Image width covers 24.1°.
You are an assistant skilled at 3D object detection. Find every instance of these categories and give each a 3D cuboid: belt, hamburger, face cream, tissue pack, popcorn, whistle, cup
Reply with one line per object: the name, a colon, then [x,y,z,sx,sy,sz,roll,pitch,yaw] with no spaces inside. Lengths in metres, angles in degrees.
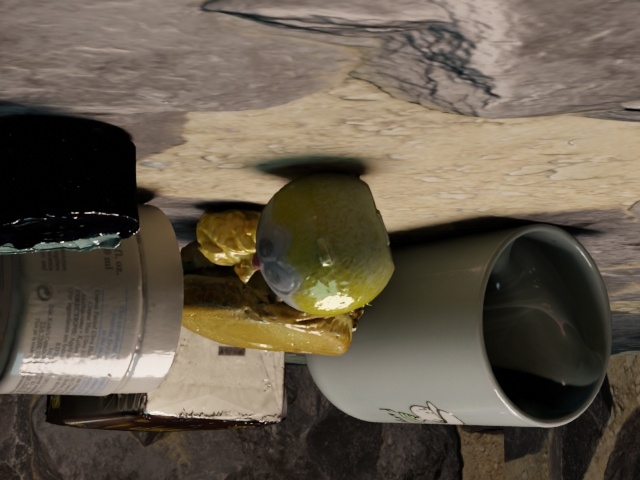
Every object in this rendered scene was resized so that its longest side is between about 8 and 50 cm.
belt: [-0.211,-0.034,1.115,0.151,0.078,0.198,-1,172,-25]
hamburger: [-0.058,0.047,1.544,0.215,0.122,0.189,-1,167,32]
face cream: [-0.224,0.050,1.341,0.153,0.177,0.177,4,171,-29]
tissue pack: [-0.209,0.153,1.993,0.210,0.198,0.370,10,168,-28]
popcorn: [-0.075,0.008,1.413,0.084,0.084,0.084,0,172,0]
whistle: [0.000,0.000,1.275,0.122,0.123,0.223,-1,-174,1]
cup: [0.135,0.100,1.620,0.205,0.206,0.312,6,170,-39]
